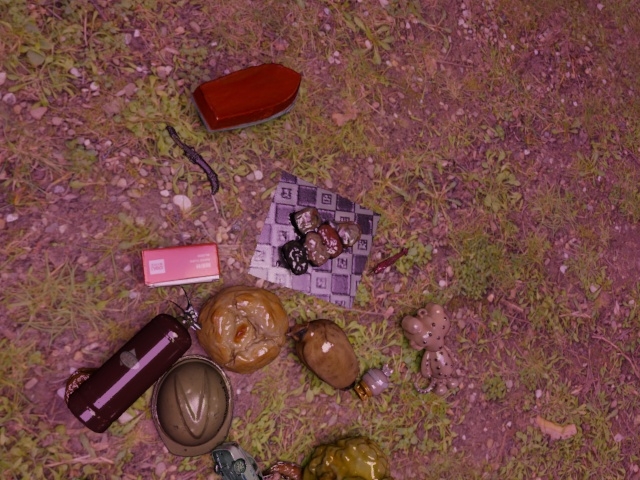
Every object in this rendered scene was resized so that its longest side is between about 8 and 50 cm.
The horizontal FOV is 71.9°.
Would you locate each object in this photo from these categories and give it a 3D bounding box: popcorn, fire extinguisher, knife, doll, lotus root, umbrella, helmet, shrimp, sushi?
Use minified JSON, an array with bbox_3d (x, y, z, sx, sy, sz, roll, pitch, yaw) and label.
[{"bbox_3d":[0.079,0.626,1.130,0.237,0.251,0.205,-21,88,-32],"label":"popcorn"},{"bbox_3d":[-0.412,0.267,1.021,0.337,0.114,0.135,-44,113,-20],"label":"fire extinguisher"},{"bbox_3d":[-0.340,-0.226,1.202,0.045,0.021,0.222,-37,97,-16],"label":"knife"},{"bbox_3d":[0.160,0.414,1.280,0.127,0.073,0.084,-32,128,-15],"label":"doll"},{"bbox_3d":[0.336,0.329,1.326,0.154,0.119,0.278,-14,98,-18],"label":"doll"},{"bbox_3d":[0.018,0.302,1.199,0.140,0.154,0.257,-42,115,-15],"label":"lotus root"},{"bbox_3d":[0.209,0.067,1.352,0.165,0.025,0.027,-31,72,-21],"label":"umbrella"},{"bbox_3d":[-0.307,0.420,1.081,0.204,0.137,0.257,-11,88,-19],"label":"helmet"},{"bbox_3d":[-0.117,0.683,1.167,0.148,0.035,0.195,38,67,-14],"label":"shrimp"},{"bbox_3d":[0.000,0.000,1.265,0.339,0.069,0.320,23,78,-15],"label":"sushi"}]

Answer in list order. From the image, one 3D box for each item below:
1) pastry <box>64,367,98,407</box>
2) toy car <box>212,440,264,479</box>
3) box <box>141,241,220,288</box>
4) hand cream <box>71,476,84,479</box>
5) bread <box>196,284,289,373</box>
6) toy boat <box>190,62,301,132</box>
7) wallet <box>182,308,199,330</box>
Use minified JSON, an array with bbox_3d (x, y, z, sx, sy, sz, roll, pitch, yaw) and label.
[{"bbox_3d":[-0.554,0.356,1.049,0.097,0.057,0.109,-25,94,-21],"label":"pastry"},{"bbox_3d":[-0.191,0.616,1.125,0.076,0.090,0.224,-32,96,-53],"label":"toy car"},{"bbox_3d":[-0.347,0.065,1.109,0.182,0.133,0.099,-6,87,-20],"label":"box"},{"bbox_3d":[-0.506,0.618,1.042,0.175,0.046,0.095,13,85,-14],"label":"hand cream"},{"bbox_3d":[-0.190,0.226,1.140,0.244,0.134,0.244,1,86,-20],"label":"bread"},{"bbox_3d":[-0.188,-0.388,1.223,0.332,0.133,0.145,-28,88,-29],"label":"toy boat"},{"bbox_3d":[-0.323,0.216,1.165,0.083,0.011,0.044,41,74,-11],"label":"wallet"}]
